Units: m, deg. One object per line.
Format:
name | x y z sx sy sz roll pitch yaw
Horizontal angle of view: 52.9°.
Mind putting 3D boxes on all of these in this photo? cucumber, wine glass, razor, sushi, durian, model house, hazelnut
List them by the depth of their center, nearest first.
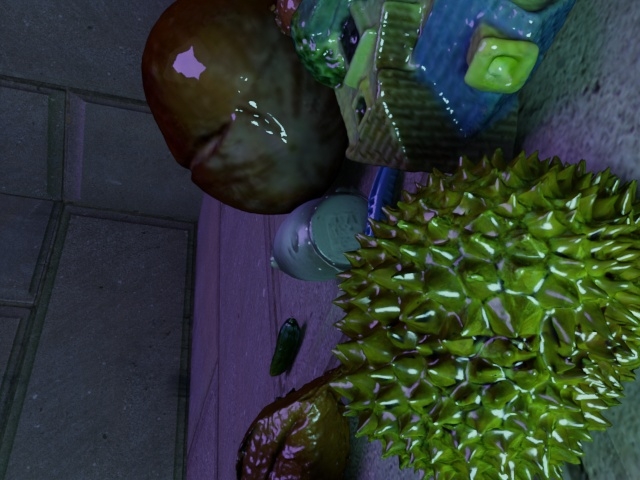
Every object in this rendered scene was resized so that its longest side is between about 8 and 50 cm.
durian | 0.103 0.050 0.410 0.200 0.176 0.237 55 127 39
model house | 0.091 -0.162 0.526 0.214 0.195 0.189 118 147 -49
razor | 0.080 -0.103 0.778 0.082 0.042 0.253 18 -101 -84
sushi | -0.031 0.268 0.832 0.149 0.140 0.287 15 99 37
wine glass | 0.000 0.000 0.879 0.204 0.111 0.111 157 120 -67
hazelnut | -0.101 -0.215 0.976 0.315 0.372 0.372 -40 23 3
cucumber | -0.060 0.185 1.132 0.039 0.039 0.168 -101 22 -48

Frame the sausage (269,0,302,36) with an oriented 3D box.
sausage | 0.014 -0.394 0.901 0.087 0.079 0.326 72 -147 -43
